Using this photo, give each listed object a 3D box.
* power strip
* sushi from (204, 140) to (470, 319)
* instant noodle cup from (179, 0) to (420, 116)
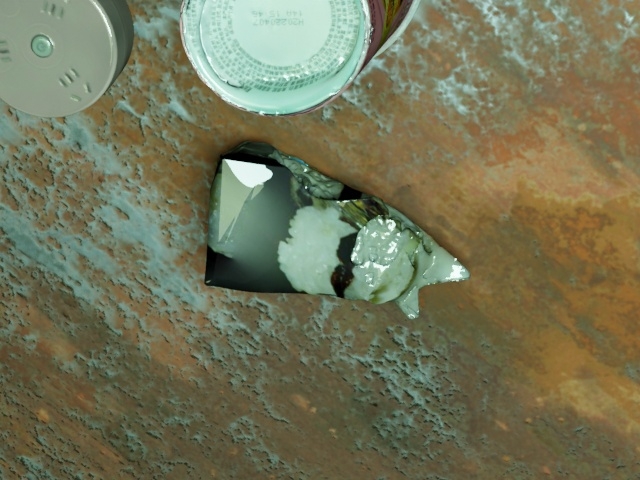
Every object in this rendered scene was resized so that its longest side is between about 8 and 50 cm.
[{"bbox_3d":[-0.264,-0.203,1.662,0.154,0.078,0.154,4,113,9],"label":"power strip"},{"bbox_3d":[0.014,-0.014,1.694,0.273,0.109,0.134,10,110,-11],"label":"sushi"},{"bbox_3d":[-0.025,-0.222,1.523,0.244,0.255,0.244,2,112,5],"label":"instant noodle cup"}]
